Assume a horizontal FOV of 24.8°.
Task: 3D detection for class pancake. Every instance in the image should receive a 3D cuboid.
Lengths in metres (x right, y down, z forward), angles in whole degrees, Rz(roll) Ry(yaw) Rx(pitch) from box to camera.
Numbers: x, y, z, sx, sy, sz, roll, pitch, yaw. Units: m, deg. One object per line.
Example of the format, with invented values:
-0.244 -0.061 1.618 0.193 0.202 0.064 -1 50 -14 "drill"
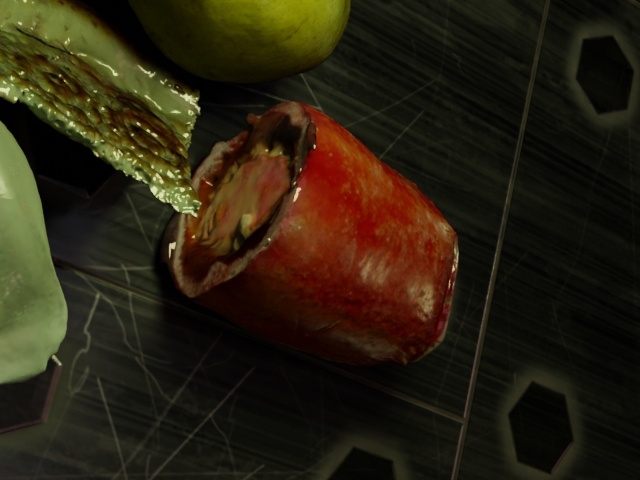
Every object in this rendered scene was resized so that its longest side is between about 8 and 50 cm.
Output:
-0.265 -0.179 1.466 0.426 0.305 0.067 29 112 -38 "pancake"

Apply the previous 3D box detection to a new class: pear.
-0.090 -0.301 1.613 0.307 0.252 0.253 40 56 -65 "pear"

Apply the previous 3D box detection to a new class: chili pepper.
0.000 0.000 1.686 0.305 0.229 0.251 28 65 -42 "chili pepper"

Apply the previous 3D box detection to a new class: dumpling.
-0.376 -0.014 1.393 0.270 0.321 0.211 -51 144 14 "dumpling"
